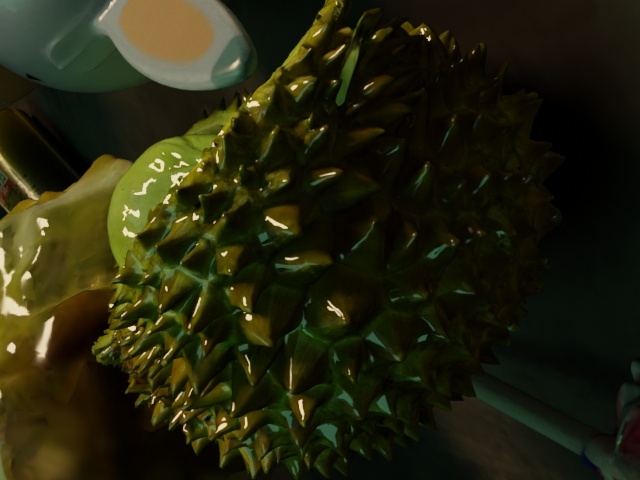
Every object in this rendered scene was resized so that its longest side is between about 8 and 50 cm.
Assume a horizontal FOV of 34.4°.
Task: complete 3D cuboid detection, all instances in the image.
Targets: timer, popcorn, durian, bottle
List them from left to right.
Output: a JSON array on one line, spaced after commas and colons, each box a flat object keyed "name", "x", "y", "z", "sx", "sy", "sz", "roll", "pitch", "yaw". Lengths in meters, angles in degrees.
[{"name": "bottle", "x": -0.229, "y": -0.009, "z": 0.983, "sx": 0.286, "sy": 0.082, "sz": 0.082, "roll": 45, "pitch": 154, "yaw": 20}, {"name": "timer", "x": -0.102, "y": -0.148, "z": 0.466, "sx": 0.175, "sy": 0.175, "sz": 0.255, "roll": 60, "pitch": 169, "yaw": -13}, {"name": "popcorn", "x": -0.136, "y": 0.104, "z": 0.753, "sx": 0.312, "sy": 0.312, "sz": 0.312, "roll": 40, "pitch": 152, "yaw": 27}, {"name": "durian", "x": -0.001, "y": 0.002, "z": 0.460, "sx": 0.176, "sy": 0.200, "sz": 0.237, "roll": 19, "pitch": 152, "yaw": -16}]

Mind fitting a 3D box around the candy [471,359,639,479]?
[{"name": "candy", "x": 0.143, "y": 0.106, "z": 0.477, "sx": 0.365, "sy": 0.124, "sz": 0.124, "roll": 24, "pitch": 143, "yaw": 58}]

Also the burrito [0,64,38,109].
[{"name": "burrito", "x": -0.344, "y": -0.227, "z": 0.759, "sx": 0.190, "sy": 0.135, "sz": 0.332, "roll": -3, "pitch": 134, "yaw": 7}]
